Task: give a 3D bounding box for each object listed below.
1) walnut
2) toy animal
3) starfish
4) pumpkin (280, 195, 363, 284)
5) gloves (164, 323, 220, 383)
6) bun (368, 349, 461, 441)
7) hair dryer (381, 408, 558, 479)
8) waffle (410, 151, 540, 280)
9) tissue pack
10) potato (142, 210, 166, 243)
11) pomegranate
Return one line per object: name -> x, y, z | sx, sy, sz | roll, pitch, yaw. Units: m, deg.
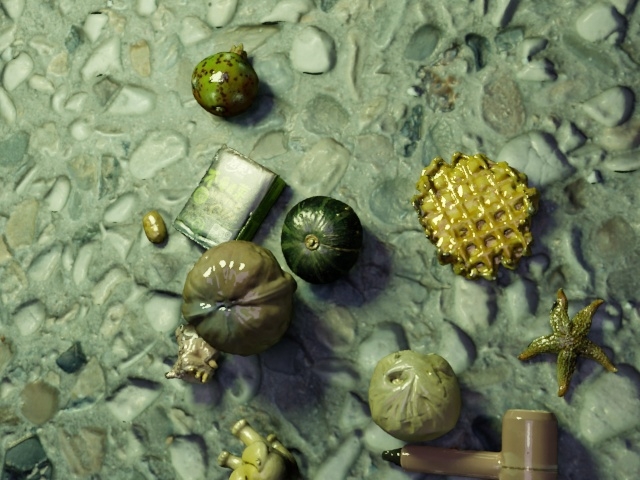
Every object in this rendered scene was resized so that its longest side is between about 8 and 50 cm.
walnut -> -0.166, 0.120, 1.604 | 0.248, 0.248, 0.248 | -4, 76, 16
toy animal -> -0.116, 0.454, 1.512 | 0.169, 0.233, 0.121 | 28, 81, 29
starfish -> 0.498, 0.205, 1.483 | 0.176, 0.053, 0.208 | 26, 91, 11
pumpkin -> 0.000, -0.001, 1.626 | 0.190, 0.146, 0.190 | -3, 78, 14
gloves -> -0.277, 0.254, 1.678 | 0.111, 0.094, 0.144 | 11, 56, -4
bun -> 0.179, 0.291, 1.492 | 0.179, 0.128, 0.193 | -13, 55, 25
hair dryer -> 0.281, 0.415, 1.472 | 0.345, 0.107, 0.189 | -1, 76, 23
waffle -> 0.318, -0.055, 1.589 | 0.281, 0.060, 0.262 | 19, 83, 20
tissue pack -> -0.211, -0.082, 1.750 | 0.173, 0.073, 0.235 | 30, 86, 21
potato -> -0.395, -0.031, 1.811 | 0.051, 0.040, 0.083 | -16, 73, -1
pomegranate -> -0.218, -0.382, 1.793 | 0.159, 0.159, 0.205 | 1, 52, 17
